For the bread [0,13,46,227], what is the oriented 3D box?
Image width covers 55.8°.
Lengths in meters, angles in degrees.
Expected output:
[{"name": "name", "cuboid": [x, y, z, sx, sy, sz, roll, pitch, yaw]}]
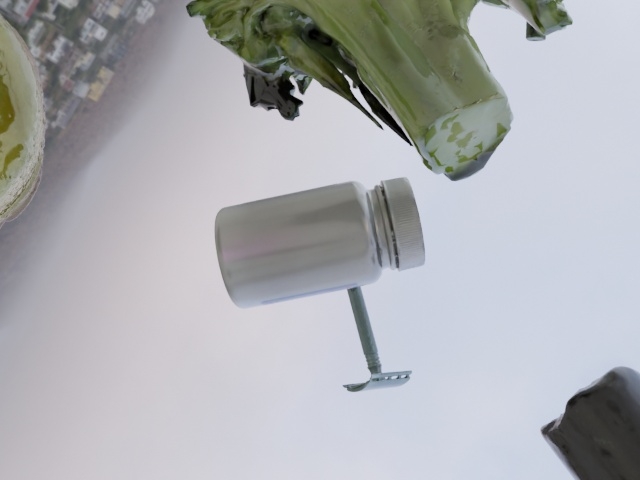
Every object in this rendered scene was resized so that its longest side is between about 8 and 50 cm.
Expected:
[{"name": "bread", "cuboid": [-0.378, -0.113, 0.519, 0.269, 0.270, 0.148, -66, -163, -7]}]

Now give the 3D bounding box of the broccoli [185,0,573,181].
[{"name": "broccoli", "cuboid": [0.044, -0.147, 0.399, 0.247, 0.263, 0.243, -47, -126, 40]}]

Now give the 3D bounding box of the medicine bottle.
[{"name": "medicine bottle", "cuboid": [0.000, 0.000, 0.584, 0.187, 0.102, 0.102, -12, -132, 2]}]

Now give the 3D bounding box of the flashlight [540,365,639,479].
[{"name": "flashlight", "cuboid": [0.325, 0.285, 0.422, 0.103, 0.103, 0.423, -45, -121, 21]}]

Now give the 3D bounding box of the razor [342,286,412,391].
[{"name": "razor", "cuboid": [0.071, 0.136, 1.016, 0.068, 0.106, 0.231, -32, -118, 38]}]

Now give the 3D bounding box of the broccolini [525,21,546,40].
[{"name": "broccolini", "cuboid": [0.237, -0.321, 0.647, 0.068, 0.091, 0.202, 36, -63, 52]}]
